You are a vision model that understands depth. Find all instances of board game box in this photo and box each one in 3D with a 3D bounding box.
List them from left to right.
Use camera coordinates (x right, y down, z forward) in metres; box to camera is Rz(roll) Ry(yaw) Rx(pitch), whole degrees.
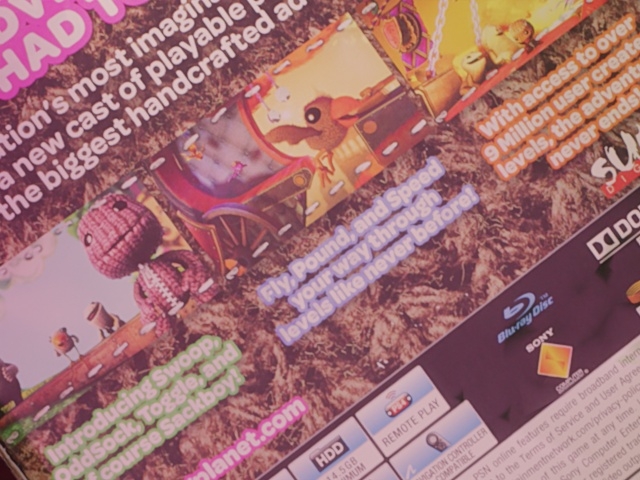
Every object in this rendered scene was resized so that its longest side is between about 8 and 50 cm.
[{"bbox_3d":[0.000,0.000,0.597,0.232,0.141,0.291,-36,94,-8],"label":"board game box"}]
